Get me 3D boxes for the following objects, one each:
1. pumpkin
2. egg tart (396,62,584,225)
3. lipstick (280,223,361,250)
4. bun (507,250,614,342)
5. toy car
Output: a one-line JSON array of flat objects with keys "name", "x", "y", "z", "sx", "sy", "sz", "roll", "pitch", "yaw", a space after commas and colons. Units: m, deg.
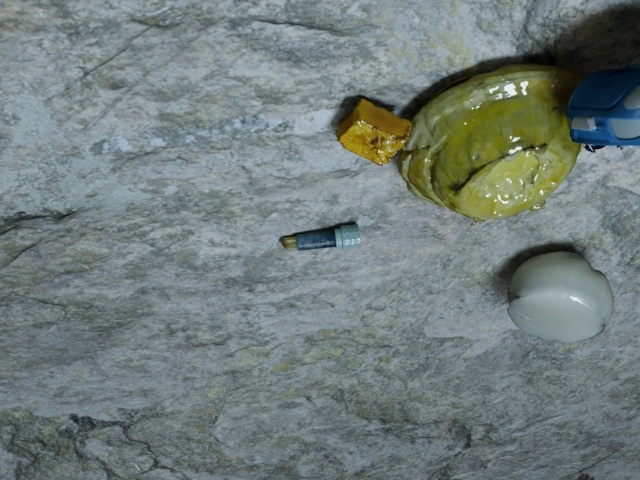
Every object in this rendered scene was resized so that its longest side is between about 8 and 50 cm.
[{"name": "pumpkin", "x": 0.067, "y": -0.141, "z": 1.682, "sx": 0.083, "sy": 0.054, "sz": 0.074, "roll": 23, "pitch": 147, "yaw": -17}, {"name": "egg tart", "x": 0.245, "y": -0.115, "z": 1.738, "sx": 0.290, "sy": 0.115, "sz": 0.290, "roll": -12, "pitch": 151, "yaw": -7}, {"name": "lipstick", "x": 0.000, "y": 0.000, "z": 1.920, "sx": 0.116, "sy": 0.037, "sz": 0.037, "roll": -7, "pitch": 150, "yaw": -3}, {"name": "bun", "x": 0.391, "y": 0.080, "z": 2.123, "sx": 0.173, "sy": 0.120, "sz": 0.173, "roll": 14, "pitch": 150, "yaw": 8}, {"name": "toy car", "x": 0.449, "y": -0.186, "z": 1.619, "sx": 0.314, "sy": 0.166, "sz": 0.198, "roll": -8, "pitch": -171, "yaw": -22}]
